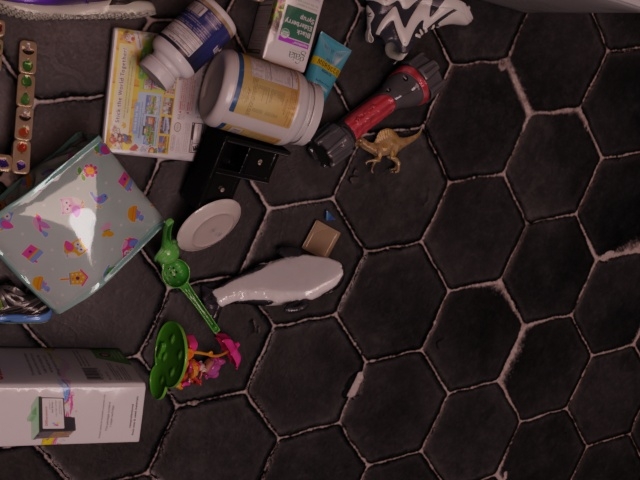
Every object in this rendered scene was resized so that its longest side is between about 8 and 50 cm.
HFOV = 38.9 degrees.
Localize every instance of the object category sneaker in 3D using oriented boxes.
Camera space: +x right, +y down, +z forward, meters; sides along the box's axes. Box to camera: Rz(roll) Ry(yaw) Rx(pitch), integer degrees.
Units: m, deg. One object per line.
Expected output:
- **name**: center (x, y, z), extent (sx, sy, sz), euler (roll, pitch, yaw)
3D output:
- **sneaker**: center (0.193, -0.428, 1.842), extent (0.234, 0.094, 0.153), euler (7, 101, -27)
- **sneaker**: center (-0.577, 0.109, 1.622), extent (0.188, 0.067, 0.078), euler (4, 79, -25)
- **sneaker**: center (-0.429, -0.451, 1.535), extent (0.293, 0.102, 0.146), euler (-7, 102, -29)

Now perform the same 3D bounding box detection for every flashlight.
- **flashlight**: center (0.114, -0.260, 1.833), extent (0.304, 0.103, 0.103), euler (-39, 154, -18)

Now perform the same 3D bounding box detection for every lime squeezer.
- **lime squeezer**: center (-0.272, 0.053, 1.698), extent (0.058, 0.110, 0.310), euler (-26, 136, -12)

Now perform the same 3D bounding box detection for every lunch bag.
- **lunch bag**: center (-0.442, -0.028, 1.594), extent (0.262, 0.160, 0.223), euler (-44, 118, -17)

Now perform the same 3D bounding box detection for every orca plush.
- **orca plush**: center (-0.090, 0.113, 1.834), extent (0.287, 0.151, 0.102), euler (-26, 150, -11)

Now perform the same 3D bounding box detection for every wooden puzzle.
- **wooden puzzle**: center (0.000, 0.000, 1.899), extent (0.078, 0.014, 0.116), euler (36, 85, -33)

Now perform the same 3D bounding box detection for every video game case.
- **video game case**: center (-0.296, -0.266, 1.681), extent (0.206, 0.026, 0.227), euler (3, 102, -27)

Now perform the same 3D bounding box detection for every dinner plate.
- **dinner plate**: center (-0.211, -0.025, 1.739), extent (0.141, 0.017, 0.141), euler (-30, 155, -16)

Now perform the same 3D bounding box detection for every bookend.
- **bookend**: center (-0.164, -0.129, 1.739), extent (0.156, 0.072, 0.157), euler (11, 111, -41)

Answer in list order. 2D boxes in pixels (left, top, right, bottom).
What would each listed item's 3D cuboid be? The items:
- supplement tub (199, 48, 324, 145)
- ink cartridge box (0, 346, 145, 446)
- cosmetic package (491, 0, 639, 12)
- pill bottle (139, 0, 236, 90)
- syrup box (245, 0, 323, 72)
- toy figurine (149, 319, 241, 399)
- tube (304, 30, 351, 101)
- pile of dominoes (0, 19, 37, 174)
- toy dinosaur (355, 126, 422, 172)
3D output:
- **supplement tub**: center (-0.109, -0.258, 1.673), extent (0.199, 0.144, 0.144), euler (14, 96, -26)
- **ink cartridge box**: center (-0.478, 0.276, 1.624), extent (0.278, 0.201, 0.117), euler (4, 100, -27)
- **cosmetic package**: center (0.427, -0.631, 1.736), extent (0.327, 0.393, 0.330), euler (8, 100, -27)
- **pill bottle**: center (-0.240, -0.349, 1.617), extent (0.169, 0.094, 0.094), euler (-46, 117, -8)
- **syrup box**: center (-0.057, -0.445, 1.713), extent (0.093, 0.096, 0.237), euler (13, 96, -28)
- **toy figurine**: center (-0.237, 0.243, 1.798), extent (0.159, 0.130, 0.173), euler (6, 122, -36)
- **tube**: center (-0.010, -0.305, 1.802), extent (0.080, 0.052, 0.207), euler (27, 85, -37)
- **pile of dominoes**: center (-0.573, -0.244, 1.501), extent (0.195, 0.040, 0.251), euler (4, 83, -27)
- **toy dinosaur**: center (0.150, -0.191, 1.902), extent (0.183, 0.053, 0.093), euler (-10, 105, -24)
